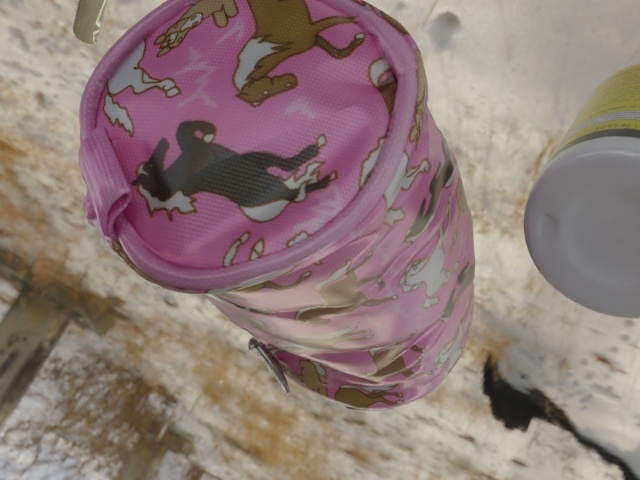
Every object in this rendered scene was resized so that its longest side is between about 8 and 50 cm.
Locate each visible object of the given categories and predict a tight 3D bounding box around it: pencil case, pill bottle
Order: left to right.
[{"bbox_3d":[0.000,0.000,0.573,0.160,0.167,0.386,23,168,18],"label":"pencil case"},{"bbox_3d":[0.220,-0.050,0.643,0.119,0.208,0.119,15,125,22],"label":"pill bottle"}]

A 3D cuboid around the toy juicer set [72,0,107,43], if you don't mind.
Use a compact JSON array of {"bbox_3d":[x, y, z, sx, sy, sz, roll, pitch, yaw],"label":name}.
[{"bbox_3d":[-0.297,-0.318,0.861,0.329,0.089,0.209,17,137,-40],"label":"toy juicer set"}]
